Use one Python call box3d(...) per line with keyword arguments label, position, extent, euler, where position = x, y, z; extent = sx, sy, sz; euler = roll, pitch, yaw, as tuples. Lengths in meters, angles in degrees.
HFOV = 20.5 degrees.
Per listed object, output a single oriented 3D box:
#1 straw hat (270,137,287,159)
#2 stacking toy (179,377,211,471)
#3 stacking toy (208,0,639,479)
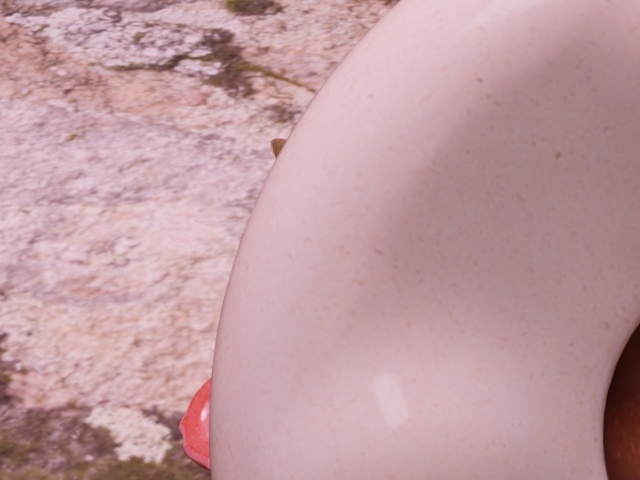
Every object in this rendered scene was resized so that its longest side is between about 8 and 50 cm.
box3d(label="straw hat", position=(0.000, 0.000, 1.175), extent=(0.061, 0.144, 0.144), euler=(-49, 36, 13))
box3d(label="stacking toy", position=(-0.009, 0.211, 0.864), extent=(0.279, 0.130, 0.309), euler=(-30, 40, 17))
box3d(label="stacking toy", position=(0.147, 0.057, 0.726), extent=(0.351, 0.350, 0.480), euler=(-5, 0, 2))
